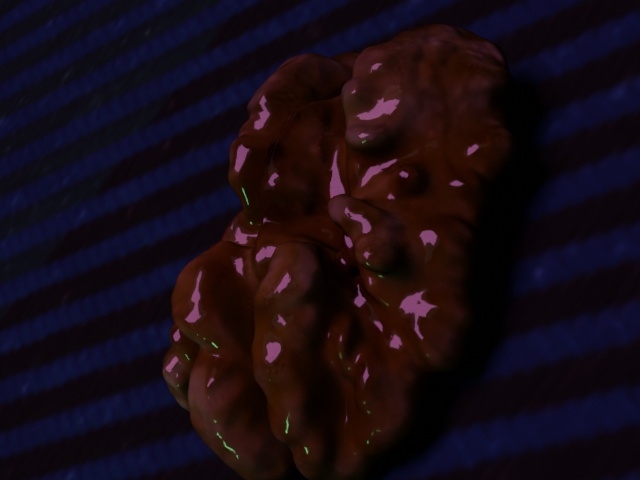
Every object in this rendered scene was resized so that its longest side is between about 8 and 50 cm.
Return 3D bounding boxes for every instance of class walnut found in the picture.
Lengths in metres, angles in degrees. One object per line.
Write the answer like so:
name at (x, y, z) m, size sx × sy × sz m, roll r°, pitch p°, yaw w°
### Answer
walnut at (0.000, 0.000, 0.672) m, size 0.143 × 0.069 × 0.170 m, roll -10°, pitch 57°, yaw 49°
